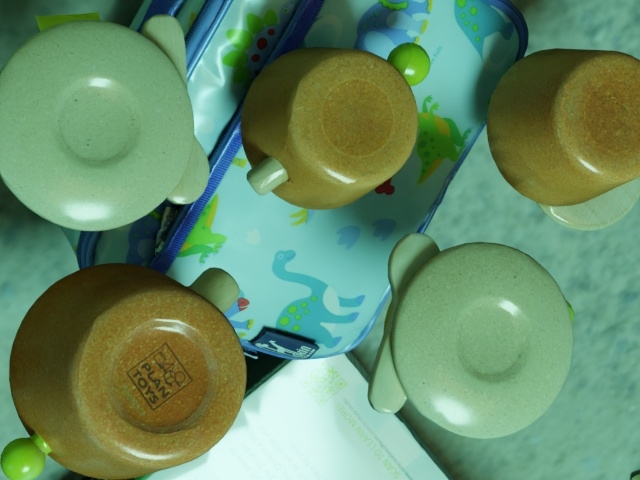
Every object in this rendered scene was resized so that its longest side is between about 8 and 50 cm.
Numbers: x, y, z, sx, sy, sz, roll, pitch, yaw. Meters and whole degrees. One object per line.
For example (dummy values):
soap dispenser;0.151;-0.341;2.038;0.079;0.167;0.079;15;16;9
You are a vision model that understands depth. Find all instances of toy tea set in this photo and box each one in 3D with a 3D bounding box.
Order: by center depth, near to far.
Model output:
toy tea set;0.000;0.000;0.858;0.336;0.124;0.200;-3;89;-20

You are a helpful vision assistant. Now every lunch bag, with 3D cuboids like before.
lunch bag;-0.020;-0.056;0.918;0.176;0.090;0.219;24;105;-32

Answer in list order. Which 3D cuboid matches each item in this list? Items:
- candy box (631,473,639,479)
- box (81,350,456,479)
candy box;0.376;0.187;1.204;0.316;0.183;0.088;-14;124;-19
box;-0.059;0.220;1.049;0.322;0.058;0.232;-39;111;-2
